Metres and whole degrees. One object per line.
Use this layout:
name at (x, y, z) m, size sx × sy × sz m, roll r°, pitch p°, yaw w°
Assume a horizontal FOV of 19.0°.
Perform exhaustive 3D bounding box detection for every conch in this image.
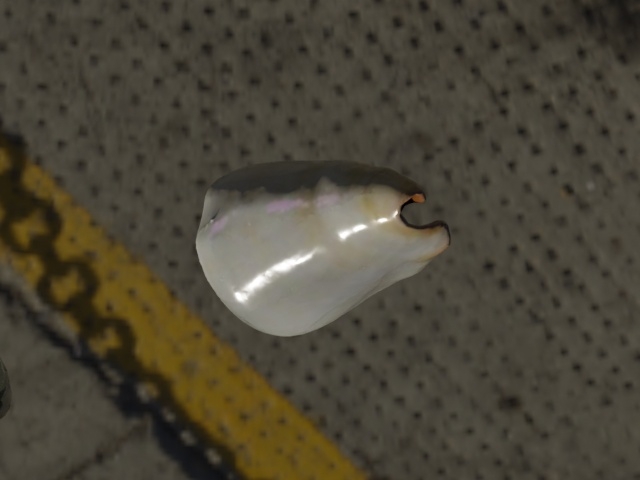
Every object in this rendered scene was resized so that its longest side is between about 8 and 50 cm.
conch at (0.005, -0.007, 1.008) m, size 0.176 × 0.094 × 0.104 m, roll -29°, pitch 110°, yaw 38°

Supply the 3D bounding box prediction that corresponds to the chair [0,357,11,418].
chair at (-0.267, -0.010, 0.727) m, size 0.274 × 0.203 × 0.191 m, roll -7°, pitch 88°, yaw 8°
